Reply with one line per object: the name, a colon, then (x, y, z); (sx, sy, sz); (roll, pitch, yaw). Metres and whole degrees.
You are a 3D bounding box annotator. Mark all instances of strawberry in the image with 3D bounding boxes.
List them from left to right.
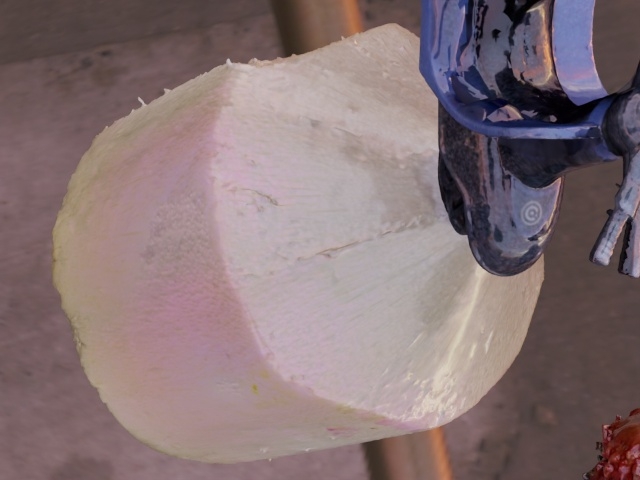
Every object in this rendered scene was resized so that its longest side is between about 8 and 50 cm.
strawberry: (0.218, 0.122, 1.052); (0.104, 0.152, 0.048); (-15, 91, -35)

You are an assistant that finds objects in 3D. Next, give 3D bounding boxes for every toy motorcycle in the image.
toy motorcycle: (0.128, -0.145, 0.924); (0.125, 0.213, 0.358); (-5, 106, -26)

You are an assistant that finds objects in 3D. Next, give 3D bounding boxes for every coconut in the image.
coconut: (0.000, 0.000, 1.213); (0.297, 0.309, 0.297); (19, 62, -41)
